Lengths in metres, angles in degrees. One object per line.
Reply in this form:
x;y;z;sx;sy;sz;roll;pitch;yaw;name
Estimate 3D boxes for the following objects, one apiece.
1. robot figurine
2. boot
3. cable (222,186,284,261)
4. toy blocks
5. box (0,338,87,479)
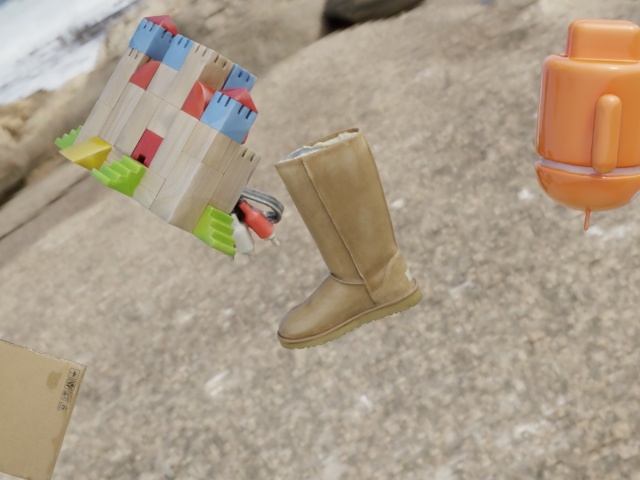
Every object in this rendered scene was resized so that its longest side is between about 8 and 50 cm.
0.298;-0.127;1.173;0.128;0.220;0.158;-7;17;-30;robot figurine
0.000;0.000;1.550;0.236;0.270;0.089;-23;21;5;boot
-0.163;-0.072;1.840;0.139;0.287;0.072;-20;46;18;cable
-0.206;-0.177;1.594;0.381;0.190;0.261;32;93;42;toy blocks
-0.482;0.271;1.726;0.021;0.164;0.201;-153;81;-88;box
